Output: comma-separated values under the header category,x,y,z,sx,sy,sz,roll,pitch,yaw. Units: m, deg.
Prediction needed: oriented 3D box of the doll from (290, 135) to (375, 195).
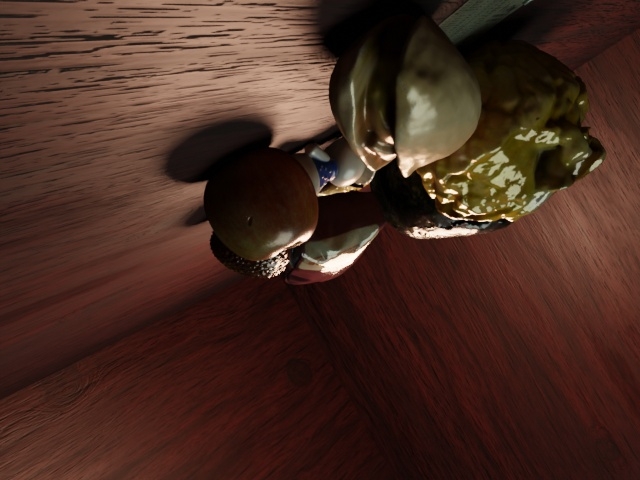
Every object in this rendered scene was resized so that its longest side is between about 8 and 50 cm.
category,x,y,z,sx,sy,sz,roll,pitch,yaw
doll,0.010,-0.147,1.308,0.293,0.119,0.138,-24,132,-33

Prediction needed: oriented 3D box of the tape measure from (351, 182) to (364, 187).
category,x,y,z,sx,sy,sz,roll,pitch,yaw
tape measure,0.043,-0.187,1.633,0.179,0.104,0.107,0,-171,-9

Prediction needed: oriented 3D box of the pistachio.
category,x,y,z,sx,sy,sz,roll,pitch,yaw
pistachio,0.117,-0.198,0.859,0.193,0.214,0.318,13,-179,16

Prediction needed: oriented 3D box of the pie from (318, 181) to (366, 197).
category,x,y,z,sx,sy,sz,roll,pitch,yaw
pie,0.074,-0.171,1.957,0.282,0.068,0.128,-24,174,-26

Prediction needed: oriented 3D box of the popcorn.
category,x,y,z,sx,sy,sz,roll,pitch,yaw
popcorn,0.358,-0.225,1.302,0.389,0.354,0.344,19,149,-26

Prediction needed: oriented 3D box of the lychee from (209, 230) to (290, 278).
category,x,y,z,sx,sy,sz,roll,pitch,yaw
lychee,-0.150,-0.008,1.450,0.194,0.195,0.194,-30,177,-2

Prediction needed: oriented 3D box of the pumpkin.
category,x,y,z,sx,sy,sz,roll,pitch,yaw
pumpkin,0.348,-0.184,1.689,0.453,0.344,0.454,-13,-172,2

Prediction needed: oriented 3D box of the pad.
category,x,y,z,sx,sy,sz,roll,pitch,yaw
pad,0.256,-0.360,1.062,0.159,0.009,0.265,-32,176,42

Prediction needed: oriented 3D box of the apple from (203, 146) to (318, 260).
category,x,y,z,sx,sy,sz,roll,pitch,yaw
apple,-0.097,-0.059,1.082,0.188,0.174,0.188,-28,175,-2

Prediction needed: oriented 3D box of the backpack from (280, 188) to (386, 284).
category,x,y,z,sx,sy,sz,roll,pitch,yaw
backpack,0.000,0.000,1.672,0.283,0.197,0.317,-12,159,-21
